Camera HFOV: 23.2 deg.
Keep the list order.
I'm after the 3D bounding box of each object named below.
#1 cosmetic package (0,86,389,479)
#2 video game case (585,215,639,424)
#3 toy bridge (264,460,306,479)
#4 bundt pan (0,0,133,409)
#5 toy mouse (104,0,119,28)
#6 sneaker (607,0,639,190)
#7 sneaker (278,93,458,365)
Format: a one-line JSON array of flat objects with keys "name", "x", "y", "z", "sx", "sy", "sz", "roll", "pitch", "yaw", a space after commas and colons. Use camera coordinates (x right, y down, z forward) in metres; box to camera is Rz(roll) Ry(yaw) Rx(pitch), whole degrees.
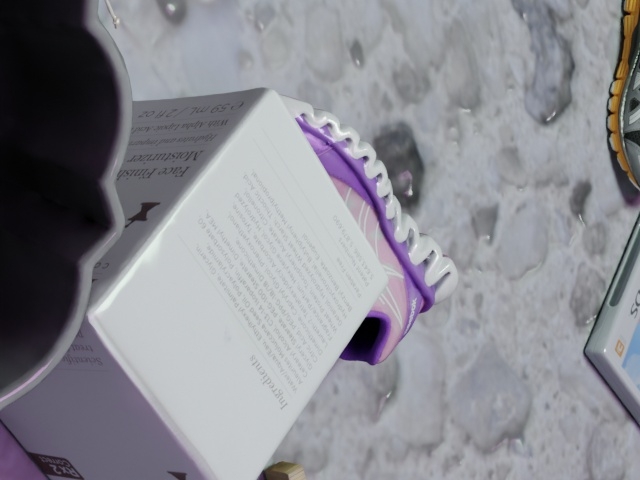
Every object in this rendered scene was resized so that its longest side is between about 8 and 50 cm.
[{"name": "cosmetic package", "x": -0.089, "y": 0.031, "z": 0.879, "sx": 0.184, "sy": 0.151, "sz": 0.151, "roll": -54, "pitch": 127, "yaw": -34}, {"name": "video game case", "x": 0.328, "y": 0.085, "z": 1.431, "sx": 0.212, "sy": 0.023, "sz": 0.193, "roll": 49, "pitch": 56, "yaw": -35}, {"name": "toy bridge", "x": -0.074, "y": 0.207, "z": 0.987, "sx": 0.188, "sy": 0.026, "sz": 0.063, "roll": -27, "pitch": 110, "yaw": -44}, {"name": "bundt pan", "x": -0.254, "y": -0.040, "z": 0.681, "sx": 0.331, "sy": 0.124, "sz": 0.331, "roll": -14, "pitch": 113, "yaw": -35}, {"name": "toy mouse", "x": -0.161, "y": -0.204, "z": 0.876, "sx": 0.143, "sy": 0.031, "sz": 0.161, "roll": -5, "pitch": 111, "yaw": -52}, {"name": "sneaker", "x": 0.310, "y": -0.141, "z": 1.370, "sx": 0.084, "sy": 0.083, "sz": 0.215, "roll": 6, "pitch": 86, "yaw": -49}, {"name": "sneaker", "x": 0.000, "y": 0.000, "z": 1.027, "sx": 0.236, "sy": 0.095, "sz": 0.104, "roll": 49, "pitch": 63, "yaw": -37}]
